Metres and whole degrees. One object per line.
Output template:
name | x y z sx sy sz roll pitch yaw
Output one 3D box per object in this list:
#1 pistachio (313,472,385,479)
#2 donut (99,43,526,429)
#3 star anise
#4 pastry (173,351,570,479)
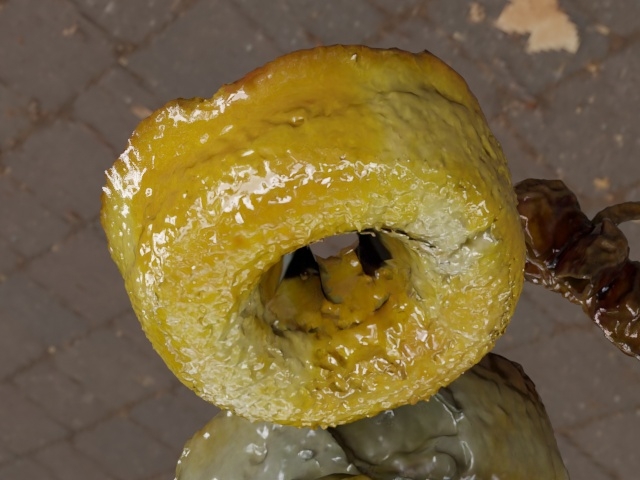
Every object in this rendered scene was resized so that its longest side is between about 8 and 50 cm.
pistachio | 0.055 0.201 0.874 0.173 0.049 0.089 33 130 13
donut | 0.000 0.002 0.884 0.253 0.118 0.253 -7 131 -8
star anise | 0.200 0.012 1.226 0.196 0.212 0.111 20 105 -13
pastry | 0.030 0.193 1.093 0.329 0.136 0.329 -10 144 -8
